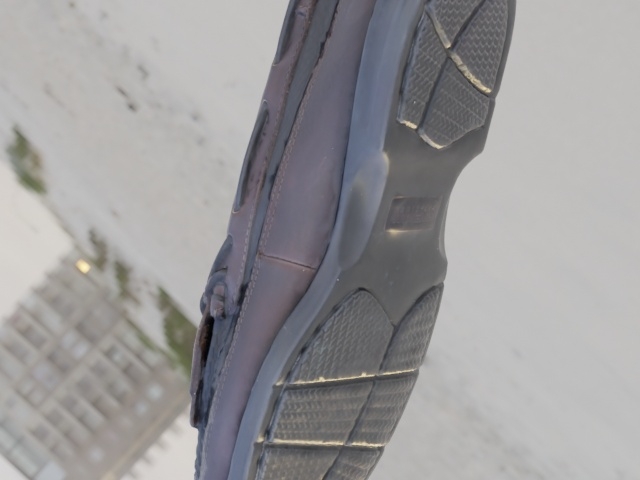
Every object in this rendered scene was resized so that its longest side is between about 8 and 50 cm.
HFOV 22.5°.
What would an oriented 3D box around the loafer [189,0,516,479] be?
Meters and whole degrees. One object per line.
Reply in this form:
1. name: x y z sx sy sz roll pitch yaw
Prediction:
1. loafer: 0.000 0.000 0.742 0.095 0.302 0.109 26 -169 38
